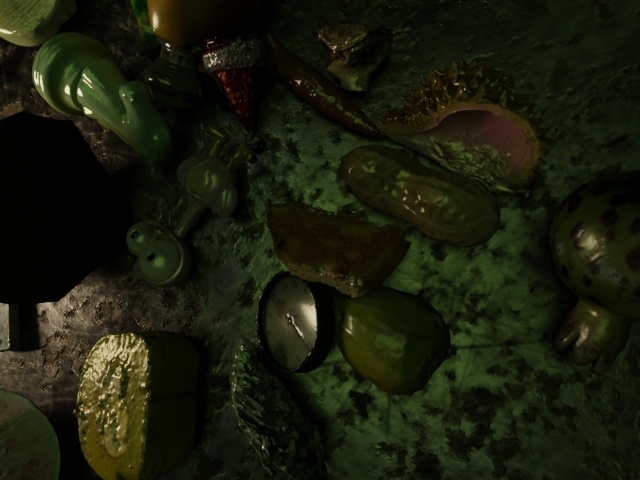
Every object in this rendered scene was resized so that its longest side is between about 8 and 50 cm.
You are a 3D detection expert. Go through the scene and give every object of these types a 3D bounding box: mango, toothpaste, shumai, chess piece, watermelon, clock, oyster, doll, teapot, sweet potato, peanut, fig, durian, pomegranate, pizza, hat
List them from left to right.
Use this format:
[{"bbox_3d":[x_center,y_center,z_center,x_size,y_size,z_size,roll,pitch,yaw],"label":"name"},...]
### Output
[{"bbox_3d":[-0.636,0.436,0.829,0.175,0.188,0.322,-24,83,53],"label":"watermelon"},{"bbox_3d":[-0.695,0.145,0.915,0.047,0.040,0.196,-10,81,6],"label":"toothpaste"},{"bbox_3d":[-0.419,-0.280,0.849,0.298,0.176,0.176,36,91,11],"label":"chess piece"},{"bbox_3d":[-0.271,-0.049,0.829,0.160,0.094,0.365,39,91,16],"label":"doll"},{"bbox_3d":[-0.277,-0.335,0.852,0.165,0.130,0.119,16,111,-19],"label":"teapot"},{"bbox_3d":[-0.212,-0.494,0.785,0.173,0.211,0.317,26,56,-2],"label":"mango"},{"bbox_3d":[-0.151,-0.296,0.831,0.128,0.140,0.227,-3,111,21],"label":"hat"},{"bbox_3d":[-0.069,0.316,0.728,0.087,0.199,0.252,-40,45,18],"label":"oyster"},{"bbox_3d":[-0.051,0.143,0.737,0.184,0.040,0.185,-8,79,47],"label":"clock"},{"bbox_3d":[-0.007,-0.296,0.818,0.314,0.066,0.072,44,57,13],"label":"sweet potato"},{"bbox_3d":[0.000,0.000,0.750,0.297,0.071,0.189,23,49,21],"label":"pizza"},{"bbox_3d":[0.066,-0.345,0.792,0.145,0.145,0.116,9,103,12],"label":"shumai"},{"bbox_3d":[0.105,0.148,0.693,0.233,0.167,0.167,40,92,0],"label":"fig"},{"bbox_3d":[0.168,-0.082,0.725,0.298,0.136,0.120,26,89,14],"label":"peanut"},{"bbox_3d":[0.277,-0.240,0.747,0.305,0.185,0.196,26,65,20],"label":"durian"},{"bbox_3d":[0.447,0.036,0.631,0.242,0.242,0.306,46,124,13],"label":"pomegranate"}]

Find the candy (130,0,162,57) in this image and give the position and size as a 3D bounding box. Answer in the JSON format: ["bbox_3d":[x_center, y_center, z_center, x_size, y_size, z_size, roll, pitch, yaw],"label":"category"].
[{"bbox_3d":[-0.371,-0.537,0.924,0.149,0.069,0.246,-25,84,12],"label":"candy"}]

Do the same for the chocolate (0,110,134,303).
[{"bbox_3d":[-0.614,-0.065,0.799,0.297,0.314,0.326,13,50,30],"label":"chocolate"}]

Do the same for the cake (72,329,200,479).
[{"bbox_3d":[-0.335,0.300,0.768,0.179,0.156,0.261,-5,76,26],"label":"cake"}]

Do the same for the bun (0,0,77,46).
[{"bbox_3d":[-0.674,-0.557,0.967,0.221,0.108,0.221,0,88,4],"label":"bun"}]
